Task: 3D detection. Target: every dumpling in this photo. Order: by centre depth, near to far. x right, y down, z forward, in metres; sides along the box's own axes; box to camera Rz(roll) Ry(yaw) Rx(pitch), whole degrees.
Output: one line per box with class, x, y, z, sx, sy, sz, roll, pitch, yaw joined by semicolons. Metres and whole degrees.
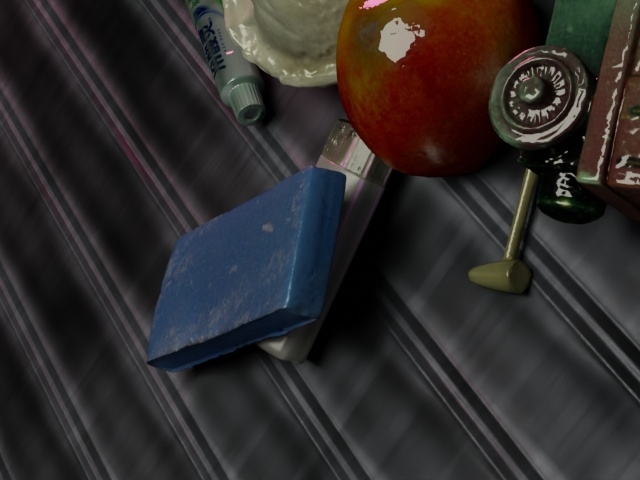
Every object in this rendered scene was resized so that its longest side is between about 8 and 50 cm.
dumpling;-0.020;-0.239;1.486;0.166;0.126;0.215;-35;85;25

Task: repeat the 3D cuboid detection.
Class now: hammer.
hammer;0.174;-0.050;1.303;0.060;0.028;0.195;8;79;54

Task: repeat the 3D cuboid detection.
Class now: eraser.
eraser;-0.079;0.035;1.449;0.312;0.043;0.144;-24;50;57

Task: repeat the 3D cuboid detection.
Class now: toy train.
toy train;0.263;-0.156;1.165;0.222;0.150;0.304;7;80;37

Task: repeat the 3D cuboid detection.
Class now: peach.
peach;0.105;-0.156;1.335;0.190;0.192;0.190;-14;39;11

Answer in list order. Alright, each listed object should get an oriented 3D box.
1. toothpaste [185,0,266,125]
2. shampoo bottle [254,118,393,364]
toothpaste;-0.112;-0.238;1.651;0.075;0.048;0.296;-50;44;32
shampoo bottle;0.000;0.000;1.438;0.086;0.056;0.227;33;101;54
